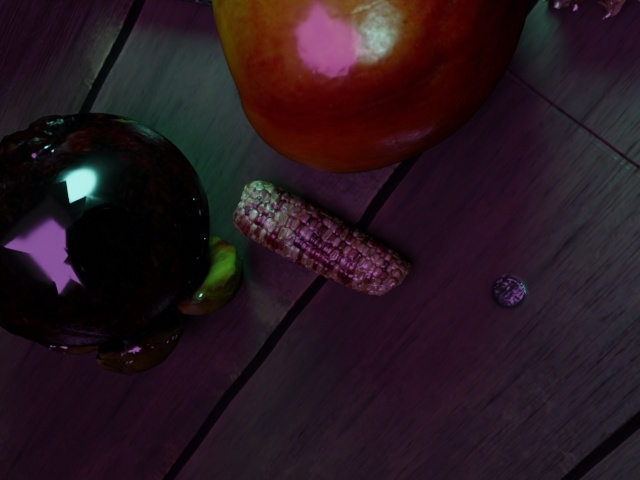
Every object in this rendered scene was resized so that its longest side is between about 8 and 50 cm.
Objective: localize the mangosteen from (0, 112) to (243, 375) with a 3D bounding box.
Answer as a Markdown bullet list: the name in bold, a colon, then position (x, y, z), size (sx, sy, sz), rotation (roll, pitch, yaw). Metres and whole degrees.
- **mangosteen**: position (-0.331, 0.010, 1.165), size (0.381, 0.381, 0.421), rotation (-32, 103, 27)

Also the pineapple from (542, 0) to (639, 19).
- **pineapple**: position (0.364, -0.377, 0.913), size (0.236, 0.114, 0.186), rotation (-31, 93, 17)

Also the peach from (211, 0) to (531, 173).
- **peach**: position (0.064, -0.272, 0.920), size (0.388, 0.388, 0.388), rotation (7, 109, 20)

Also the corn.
- **corn**: position (0.000, 0.000, 1.176), size (0.289, 0.098, 0.098), rotation (26, 114, 8)

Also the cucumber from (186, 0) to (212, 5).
- **cucumber**: position (-0.217, -0.398, 1.145), size (0.265, 0.077, 0.077), rotation (13, 111, 17)
